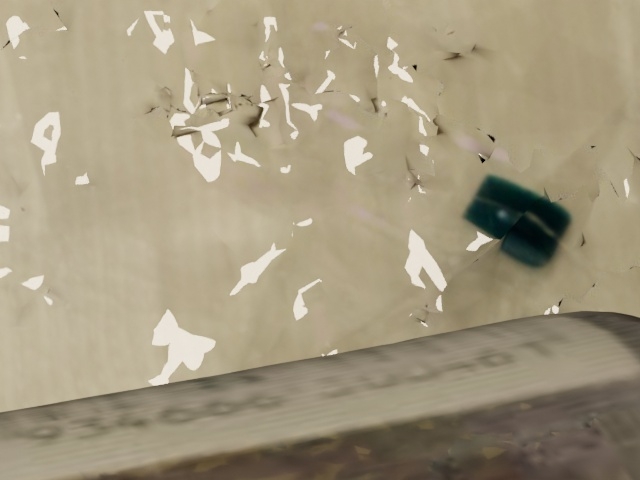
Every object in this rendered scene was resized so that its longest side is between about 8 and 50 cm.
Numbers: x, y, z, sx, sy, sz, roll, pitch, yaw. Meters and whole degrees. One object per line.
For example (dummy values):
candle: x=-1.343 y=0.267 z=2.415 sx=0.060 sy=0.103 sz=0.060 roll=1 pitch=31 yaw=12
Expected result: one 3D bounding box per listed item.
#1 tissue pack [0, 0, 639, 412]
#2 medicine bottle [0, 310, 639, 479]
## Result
tissue pack: x=0.000 y=0.000 z=0.671 sx=0.253 sy=0.264 sz=0.416 roll=-9 pitch=-9 yaw=-4
medicine bottle: x=0.040 y=0.098 z=0.363 sx=0.273 sy=0.165 sz=0.165 roll=-8 pitch=2 yaw=-16
